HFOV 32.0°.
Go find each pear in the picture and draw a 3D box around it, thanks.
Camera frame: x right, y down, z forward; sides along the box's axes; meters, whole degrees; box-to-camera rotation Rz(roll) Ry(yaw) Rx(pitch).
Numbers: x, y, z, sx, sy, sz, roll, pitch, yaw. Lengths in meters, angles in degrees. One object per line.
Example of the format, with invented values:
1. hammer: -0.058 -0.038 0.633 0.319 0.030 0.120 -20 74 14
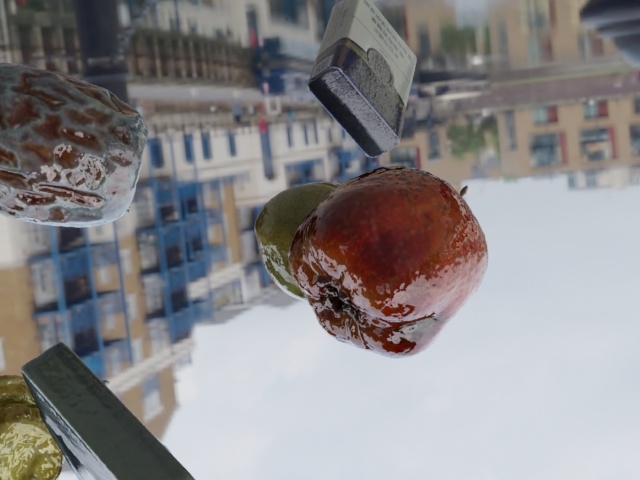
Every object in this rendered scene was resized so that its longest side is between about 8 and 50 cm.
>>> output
1. pear: 0.000 0.000 1.435 0.136 0.167 0.167 7 -168 34

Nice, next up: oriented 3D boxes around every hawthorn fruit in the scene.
1. hawthorn fruit: 0.097 0.005 1.208 0.243 0.207 0.207 -38 -157 -32

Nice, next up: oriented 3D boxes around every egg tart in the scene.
1. egg tart: -0.557 0.385 1.963 0.290 0.290 0.115 -11 -170 -41

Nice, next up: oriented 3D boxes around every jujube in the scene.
1. jujube: -0.419 -0.151 1.665 0.308 0.215 0.246 13 -147 -14

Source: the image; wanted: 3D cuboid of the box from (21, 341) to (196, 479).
1. box: -0.291 0.380 1.740 0.111 0.396 0.396 -37 -125 -22

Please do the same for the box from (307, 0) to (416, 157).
1. box: 0.070 -0.266 1.761 0.071 0.168 0.259 -29 -151 29
